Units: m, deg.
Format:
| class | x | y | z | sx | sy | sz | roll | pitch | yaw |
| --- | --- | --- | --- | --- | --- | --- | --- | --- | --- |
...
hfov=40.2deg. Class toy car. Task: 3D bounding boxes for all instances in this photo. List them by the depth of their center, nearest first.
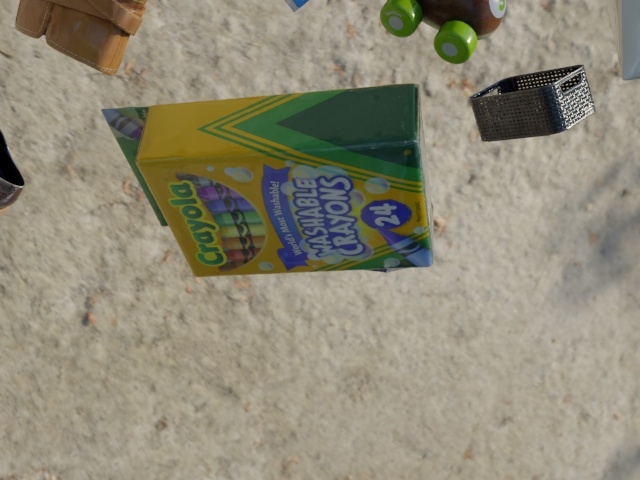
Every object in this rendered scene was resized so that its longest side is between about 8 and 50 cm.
| class | x | y | z | sx | sy | sz | roll | pitch | yaw |
| --- | --- | --- | --- | --- | --- | --- | --- | --- | --- |
| toy car | 0.172 | -0.343 | 1.060 | 0.155 | 0.149 | 0.188 | -57 | 170 | -29 |

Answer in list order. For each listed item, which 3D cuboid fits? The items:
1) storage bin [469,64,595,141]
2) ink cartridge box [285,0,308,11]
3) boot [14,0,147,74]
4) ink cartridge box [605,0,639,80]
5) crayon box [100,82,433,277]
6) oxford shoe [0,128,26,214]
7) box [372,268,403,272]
| class | x | y | z | sx | sy | sz | roll | pitch | yaw |
| --- | --- | --- | --- | --- | --- | --- | --- | --- | --- |
| storage bin | 0.362 | -0.234 | 1.501 | 0.122 | 0.180 | 0.084 | -31 | 110 | -34 |
| ink cartridge box | -0.058 | -0.603 | 1.812 | 0.148 | 0.086 | 0.203 | -41 | 102 | 0 |
| boot | -0.171 | -0.209 | 0.568 | 0.073 | 0.197 | 0.152 | -1 | 121 | -50 |
| ink cartridge box | 0.299 | -0.260 | 0.663 | 0.233 | 0.168 | 0.171 | -79 | 157 | -46 |
| crayon box | -0.050 | -0.052 | 0.909 | 0.203 | 0.322 | 0.083 | 73 | 18 | -52 |
| oxford shoe | -0.695 | -0.227 | 1.710 | 0.364 | 0.132 | 0.130 | 58 | 32 | -6 |
| box | 0.000 | 0.000 | 1.171 | 0.183 | 0.232 | 0.059 | -4 | 100 | -73 |
